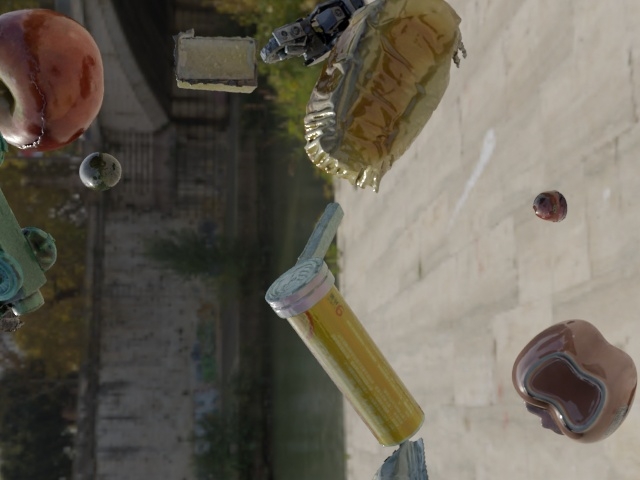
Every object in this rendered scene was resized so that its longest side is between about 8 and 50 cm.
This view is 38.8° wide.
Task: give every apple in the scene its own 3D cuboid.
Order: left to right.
[{"bbox_3d":[-0.510,-0.291,1.651,0.206,0.251,0.272,-36,-22,-45],"label":"apple"}]

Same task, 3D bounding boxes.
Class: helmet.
[{"bbox_3d":[0.455,-0.069,1.824,0.084,0.049,0.065,-145,57,-76],"label":"helmet"}]

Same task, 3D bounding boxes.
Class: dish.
[{"bbox_3d":[0.418,0.245,1.524,0.090,0.213,0.213,-7,-81,-65],"label":"dish"}]

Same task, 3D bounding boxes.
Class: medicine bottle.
[{"bbox_3d":[0.032,0.123,0.975,0.218,0.074,0.074,55,-176,-18],"label":"medicine bottle"}]

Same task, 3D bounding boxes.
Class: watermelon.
[{"bbox_3d":[-0.435,-0.136,1.796,0.110,0.078,0.078,-8,81,60],"label":"watermelon"}]

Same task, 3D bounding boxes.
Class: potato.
[{"bbox_3d":[-0.152,-0.256,1.316,0.061,0.122,0.086,122,149,-78],"label":"potato"}]

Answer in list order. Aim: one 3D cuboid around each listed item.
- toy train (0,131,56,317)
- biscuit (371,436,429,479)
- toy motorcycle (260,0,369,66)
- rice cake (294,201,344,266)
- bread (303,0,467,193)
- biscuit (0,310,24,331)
[{"bbox_3d":[-0.494,-0.022,1.232,0.298,0.194,0.120,67,-159,-14],"label":"toy train"},{"bbox_3d":[0.063,0.409,1.130,0.186,0.079,0.309,-92,20,-66],"label":"biscuit"},{"bbox_3d":[0.003,-0.441,1.883,0.106,0.270,0.159,59,147,7],"label":"toy motorcycle"},{"bbox_3d":[0.000,0.000,1.503,0.171,0.029,0.033,-62,-41,-40],"label":"rice cake"},{"bbox_3d":[0.112,-0.302,1.760,0.389,0.236,0.183,-57,5,-5],"label":"bread"},{"bbox_3d":[-0.637,0.135,1.641,0.194,0.194,0.053,149,126,-82],"label":"biscuit"}]
